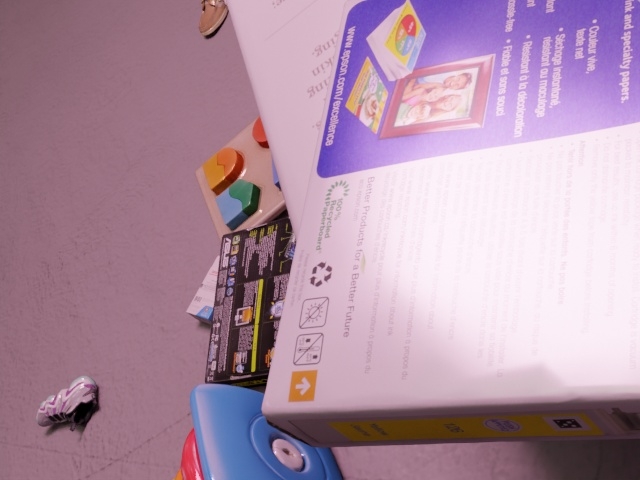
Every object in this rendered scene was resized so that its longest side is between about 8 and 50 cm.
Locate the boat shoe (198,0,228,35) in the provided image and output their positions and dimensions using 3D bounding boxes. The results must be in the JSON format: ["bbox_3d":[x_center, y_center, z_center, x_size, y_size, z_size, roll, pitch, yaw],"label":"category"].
[{"bbox_3d":[-0.178,-0.402,1.641,0.050,0.045,0.135,-7,55,40],"label":"boat shoe"}]

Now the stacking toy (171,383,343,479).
[{"bbox_3d":[-0.121,0.302,0.961,0.302,0.175,0.166,-49,35,20],"label":"stacking toy"}]

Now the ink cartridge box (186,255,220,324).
[{"bbox_3d":[-0.126,0.064,1.232,0.048,0.028,0.083,12,68,47],"label":"ink cartridge box"}]

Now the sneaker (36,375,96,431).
[{"bbox_3d":[-0.332,0.228,1.287,0.098,0.038,0.069,-41,39,12],"label":"sneaker"}]

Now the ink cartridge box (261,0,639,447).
[{"bbox_3d":[0.129,-0.041,0.549,0.307,0.072,0.304,-7,57,33],"label":"ink cartridge box"}]

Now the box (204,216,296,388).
[{"bbox_3d":[-0.045,0.067,1.121,0.184,0.045,0.191,-13,61,34],"label":"box"}]

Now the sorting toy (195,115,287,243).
[{"bbox_3d":[-0.082,-0.101,1.315,0.193,0.038,0.208,-39,40,13],"label":"sorting toy"}]

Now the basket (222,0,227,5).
[{"bbox_3d":[-0.067,-0.388,1.473,0.167,0.113,0.103,-49,37,1],"label":"basket"}]

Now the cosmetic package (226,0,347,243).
[{"bbox_3d":[0.153,-0.150,0.859,0.329,0.327,0.394,-32,52,20],"label":"cosmetic package"}]
